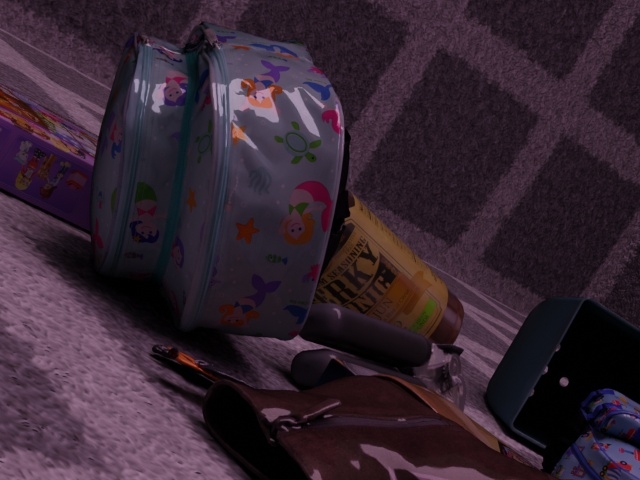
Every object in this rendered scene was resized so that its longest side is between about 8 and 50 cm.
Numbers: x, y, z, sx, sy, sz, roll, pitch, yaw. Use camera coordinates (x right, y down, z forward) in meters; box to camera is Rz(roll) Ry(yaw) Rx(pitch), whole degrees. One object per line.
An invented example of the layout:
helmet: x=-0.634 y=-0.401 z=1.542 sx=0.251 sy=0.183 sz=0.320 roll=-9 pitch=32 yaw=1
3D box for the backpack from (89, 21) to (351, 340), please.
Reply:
backpack: x=-0.075 y=-0.045 z=1.004 sx=0.191 sy=0.225 sz=0.253 roll=6 pitch=19 yaw=-20

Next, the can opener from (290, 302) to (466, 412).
can opener: x=0.046 y=0.114 z=1.152 sx=0.095 sy=0.076 sz=0.283 roll=-3 pitch=-15 yaw=32

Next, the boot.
boot: x=0.066 y=0.161 z=0.768 sx=0.207 sy=0.090 sz=0.248 roll=9 pitch=21 yaw=-45

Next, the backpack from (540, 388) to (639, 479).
backpack: x=0.276 y=0.218 z=1.140 sx=0.158 sy=0.117 sz=0.173 roll=31 pitch=8 yaw=2

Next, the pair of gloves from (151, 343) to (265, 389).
pair of gloves: x=-0.069 y=0.084 z=0.846 sx=0.074 sy=0.010 sz=0.083 roll=28 pitch=-9 yaw=-17

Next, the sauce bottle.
sauce bottle: x=0.000 y=0.000 z=1.295 sx=0.344 sy=0.111 sz=0.111 roll=41 pitch=0 yaw=-28

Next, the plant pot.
plant pot: x=0.294 y=0.167 z=1.537 sx=0.165 sy=0.165 sz=0.234 roll=31 pitch=-3 yaw=-8

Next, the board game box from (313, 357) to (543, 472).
board game box: x=0.123 y=0.180 z=0.985 sx=0.243 sy=0.042 sz=0.165 roll=35 pitch=6 yaw=36

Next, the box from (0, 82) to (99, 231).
box: x=-0.217 y=-0.062 z=1.203 sx=0.293 sy=0.057 sz=0.201 roll=29 pitch=7 yaw=-34
